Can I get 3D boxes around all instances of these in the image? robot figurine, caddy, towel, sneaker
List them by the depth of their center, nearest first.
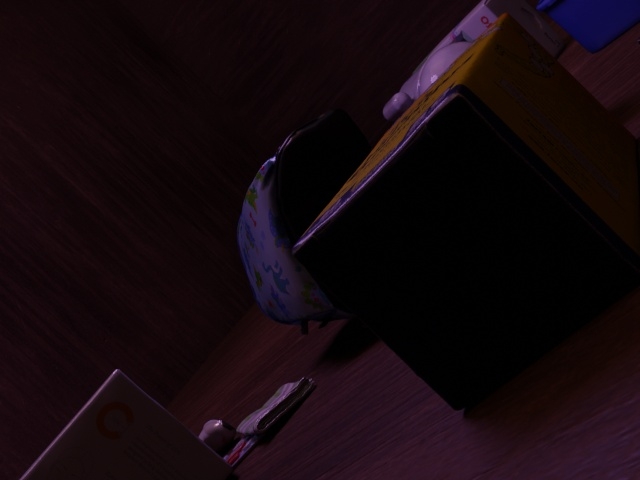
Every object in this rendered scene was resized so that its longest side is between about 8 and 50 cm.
[{"bbox_3d":[-0.072,0.247,1.350,0.113,0.023,0.152,-38,1,-21],"label":"towel"},{"bbox_3d":[-0.195,0.358,1.506,0.161,0.057,0.075,-41,23,41],"label":"sneaker"},{"bbox_3d":[0.509,-0.480,1.532,0.241,0.179,0.341,-49,5,-25],"label":"caddy"},{"bbox_3d":[0.280,-0.296,1.912,0.300,0.200,0.353,-13,-4,-14],"label":"robot figurine"}]

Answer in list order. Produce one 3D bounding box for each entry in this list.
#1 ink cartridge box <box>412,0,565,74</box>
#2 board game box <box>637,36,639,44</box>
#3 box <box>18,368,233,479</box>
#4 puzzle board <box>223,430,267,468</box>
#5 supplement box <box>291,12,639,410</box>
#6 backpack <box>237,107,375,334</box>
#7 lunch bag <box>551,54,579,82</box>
[{"bbox_3d":[0.375,-0.408,2.039,0.117,0.201,0.278,-50,6,-38],"label":"ink cartridge box"},{"bbox_3d":[0.506,-0.337,1.222,0.126,0.026,0.186,-43,5,48],"label":"board game box"},{"bbox_3d":[-0.321,0.380,1.262,0.345,0.215,0.168,-50,5,-16],"label":"box"},{"bbox_3d":[-0.127,0.322,1.364,0.128,0.011,0.096,-46,4,0],"label":"puzzle board"},{"bbox_3d":[0.152,-0.049,0.831,0.194,0.195,0.356,-44,4,28],"label":"supplement box"},{"bbox_3d":[0.000,0.000,1.360,0.273,0.290,0.355,-25,-3,1],"label":"backpack"},{"bbox_3d":[0.282,-0.167,1.122,0.096,0.129,0.151,-48,6,-12],"label":"lunch bag"}]
